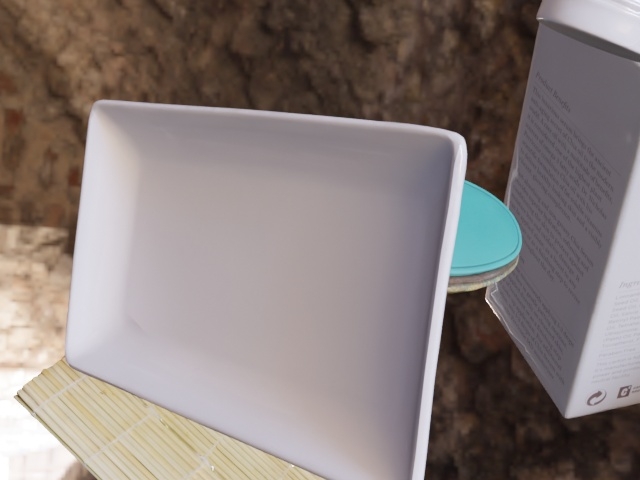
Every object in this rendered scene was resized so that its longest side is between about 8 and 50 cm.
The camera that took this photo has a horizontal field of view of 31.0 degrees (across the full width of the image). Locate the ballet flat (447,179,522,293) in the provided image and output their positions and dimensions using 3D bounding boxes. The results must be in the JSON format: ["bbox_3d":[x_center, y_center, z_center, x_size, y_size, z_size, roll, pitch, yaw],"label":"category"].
[{"bbox_3d":[0.000,0.000,0.890,0.123,0.349,0.123,-5,-96,53],"label":"ballet flat"}]

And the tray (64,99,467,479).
[{"bbox_3d":[-0.035,0.014,0.525,0.270,0.030,0.145,12,-85,49],"label":"tray"}]

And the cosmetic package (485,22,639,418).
[{"bbox_3d":[0.329,-0.048,1.280,0.230,0.162,0.453,-118,-156,-47],"label":"cosmetic package"}]

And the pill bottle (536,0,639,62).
[{"bbox_3d":[0.166,-0.171,0.560,0.160,0.087,0.087,-69,-158,9],"label":"pill bottle"}]

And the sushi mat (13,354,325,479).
[{"bbox_3d":[-0.109,0.195,1.018,0.316,0.151,0.019,41,-38,12],"label":"sushi mat"}]
